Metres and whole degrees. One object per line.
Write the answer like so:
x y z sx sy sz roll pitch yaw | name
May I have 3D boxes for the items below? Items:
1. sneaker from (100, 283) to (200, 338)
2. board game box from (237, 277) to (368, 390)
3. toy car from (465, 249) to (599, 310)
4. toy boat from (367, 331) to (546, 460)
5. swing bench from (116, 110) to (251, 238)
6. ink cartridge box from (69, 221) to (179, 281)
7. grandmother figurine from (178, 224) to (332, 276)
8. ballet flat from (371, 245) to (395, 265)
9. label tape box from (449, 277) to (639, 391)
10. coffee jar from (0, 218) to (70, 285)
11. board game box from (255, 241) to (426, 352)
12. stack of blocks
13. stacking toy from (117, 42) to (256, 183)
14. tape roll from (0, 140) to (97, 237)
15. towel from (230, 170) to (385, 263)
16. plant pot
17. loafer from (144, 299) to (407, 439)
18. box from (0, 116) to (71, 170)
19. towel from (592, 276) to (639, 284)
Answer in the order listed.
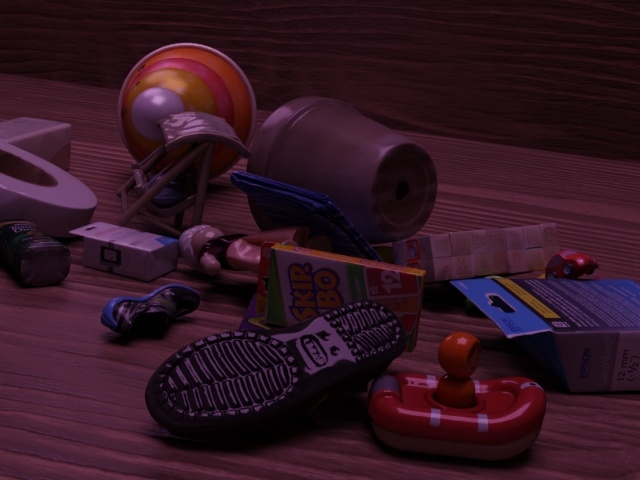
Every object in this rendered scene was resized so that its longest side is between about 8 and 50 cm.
-0.260 0.119 1.674 0.078 0.067 0.188 39 28 25 | sneaker
-0.018 0.142 1.696 0.208 0.056 0.347 3 15 5 | board game box
0.368 0.077 1.921 0.225 0.053 0.239 -12 -18 -3 | toy car
0.180 0.192 1.388 0.231 0.151 0.151 6 16 0 | toy boat
-0.281 -0.138 2.136 0.165 0.254 0.253 27 8 -18 | swing bench
-0.366 0.019 1.968 0.180 0.060 0.104 12 17 21 | ink cartridge box
-0.129 0.018 1.869 0.208 0.104 0.342 1 3 -43 | grandmother figurine
0.188 0.044 2.101 0.231 0.077 0.077 -7 41 -31 | ballet flat
0.408 0.149 1.716 0.348 0.115 0.249 -1 16 -15 | label tape box
-0.521 0.017 1.880 0.096 0.079 0.184 -6 19 -37 | coffee jar
0.024 0.083 1.607 0.260 0.124 0.039 11 17 17 | board game box
0.287 0.031 2.019 0.297 0.087 0.171 -5 -5 -29 | stack of blocks
-0.339 -0.302 2.458 0.351 0.350 0.480 6 5 1 | stacking toy
-0.637 -0.123 2.121 0.392 0.072 0.392 26 9 -4 | tape roll
0.000 0.000 1.880 0.243 0.040 0.336 19 -20 41 | towel
0.065 -0.112 2.073 0.323 0.323 0.280 -8 16 -42 | plant pot
-0.054 0.192 1.408 0.366 0.130 0.133 -12 55 -24 | loafer
-0.733 -0.211 2.537 0.148 0.121 0.311 10 16 14 | box
0.644 0.131 2.017 0.275 0.031 0.199 10 18 19 | towel
